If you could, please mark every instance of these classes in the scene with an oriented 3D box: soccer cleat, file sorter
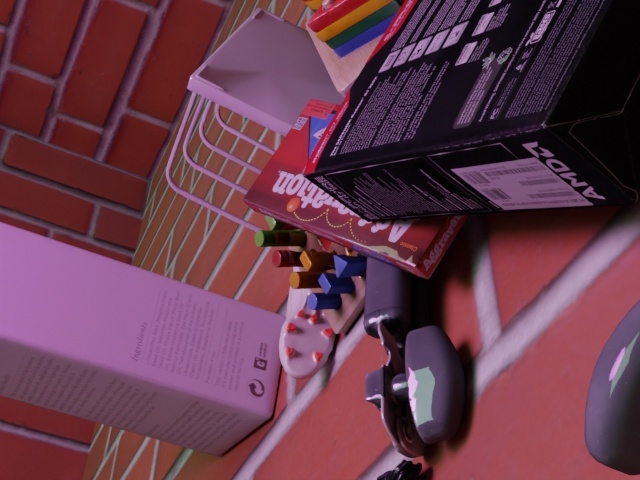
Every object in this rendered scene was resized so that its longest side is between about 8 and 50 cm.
[{"bbox_3d":[-0.015,0.097,1.172,0.076,0.068,0.196,105,173,-50],"label":"soccer cleat"},{"bbox_3d":[-0.067,-0.166,1.284,0.173,0.192,0.278,-63,0,35],"label":"file sorter"}]

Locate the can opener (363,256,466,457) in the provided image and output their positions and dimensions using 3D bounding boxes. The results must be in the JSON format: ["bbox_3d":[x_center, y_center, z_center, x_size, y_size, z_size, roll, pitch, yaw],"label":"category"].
[{"bbox_3d":[0.094,0.070,0.877,0.095,0.076,0.283,-20,43,26],"label":"can opener"}]

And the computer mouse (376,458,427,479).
[{"bbox_3d":[0.043,0.288,0.800,0.106,0.042,0.193,-41,34,57],"label":"computer mouse"}]

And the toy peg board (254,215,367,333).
[{"bbox_3d":[0.000,0.000,1.085,0.161,0.079,0.161,-58,47,36],"label":"toy peg board"}]

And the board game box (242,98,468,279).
[{"bbox_3d":[0.043,-0.063,0.955,0.281,0.027,0.145,21,75,48],"label":"board game box"}]

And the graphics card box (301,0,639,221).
[{"bbox_3d":[0.142,-0.136,0.743,0.233,0.094,0.371,-59,19,-14],"label":"graphics card box"}]

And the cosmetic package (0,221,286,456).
[{"bbox_3d":[-0.301,0.149,1.319,0.230,0.453,0.162,-45,30,53],"label":"cosmetic package"}]

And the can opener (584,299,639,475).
[{"bbox_3d":[0.228,-0.002,0.481,0.280,0.093,0.074,-67,16,-4],"label":"can opener"}]

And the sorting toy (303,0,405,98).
[{"bbox_3d":[0.078,-0.322,1.109,0.255,0.089,0.257,-41,30,14],"label":"sorting toy"}]
